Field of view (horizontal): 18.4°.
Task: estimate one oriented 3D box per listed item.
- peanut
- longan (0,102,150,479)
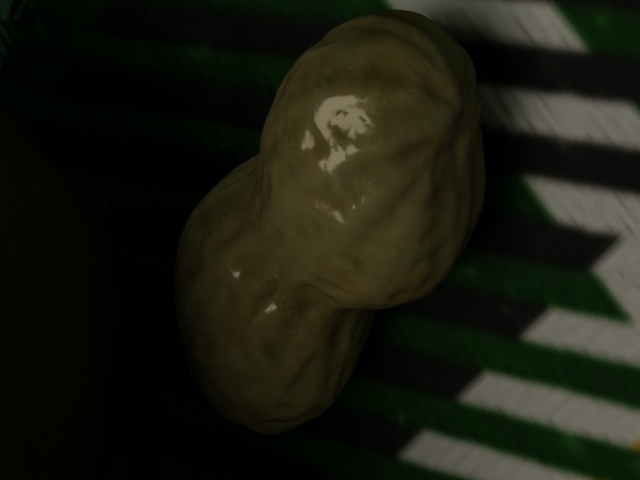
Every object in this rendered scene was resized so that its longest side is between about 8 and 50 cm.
[{"bbox_3d":[0.000,0.000,0.673,0.082,0.082,0.187,53,135,16],"label":"peanut"},{"bbox_3d":[-0.239,0.105,0.715,0.436,0.404,0.404,60,141,42],"label":"longan"}]
